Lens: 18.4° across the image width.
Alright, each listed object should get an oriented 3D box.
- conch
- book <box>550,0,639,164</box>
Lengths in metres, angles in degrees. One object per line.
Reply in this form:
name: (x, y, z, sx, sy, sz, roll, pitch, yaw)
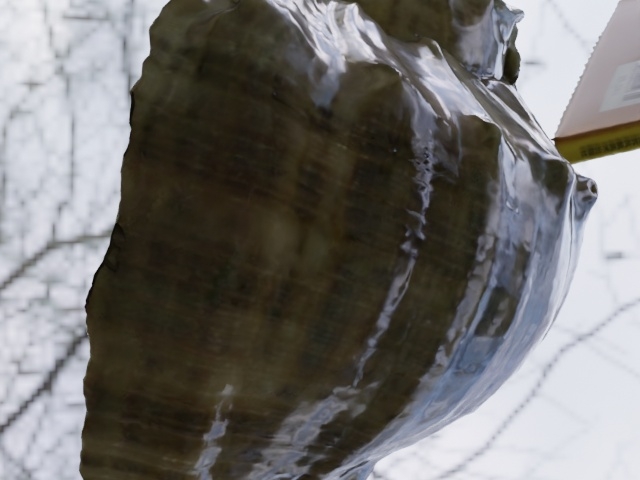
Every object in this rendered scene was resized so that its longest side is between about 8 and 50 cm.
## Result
conch: (0.016, 0.000, 0.708, 0.210, 0.159, 0.291, 81, 20, -79)
book: (0.338, -0.141, 1.181, 0.374, 0.262, 0.028, -12, -70, 23)
